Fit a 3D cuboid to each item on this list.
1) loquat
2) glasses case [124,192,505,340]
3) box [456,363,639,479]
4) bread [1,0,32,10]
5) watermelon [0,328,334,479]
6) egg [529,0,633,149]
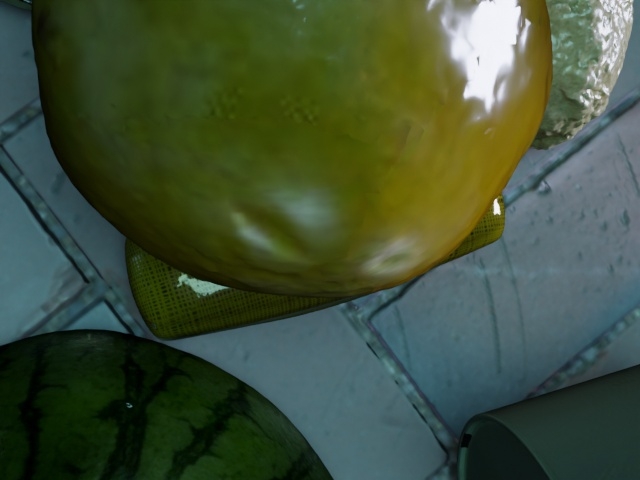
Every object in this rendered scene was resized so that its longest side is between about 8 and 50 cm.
[{"bbox_3d":[-0.008,-0.110,0.776,0.276,0.284,0.276,-4,49,4],"label":"loquat"},{"bbox_3d":[0.000,0.000,0.912,0.234,0.064,0.079,-16,82,-12],"label":"glasses case"},{"bbox_3d":[0.190,0.185,0.854,0.149,0.226,0.226,-15,89,-13],"label":"box"},{"bbox_3d":[-0.137,-0.258,0.913,0.267,0.040,0.267,1,85,-12],"label":"bread"},{"bbox_3d":[-0.113,0.211,0.814,0.330,0.189,0.331,0,91,-15],"label":"watermelon"},{"bbox_3d":[0.135,-0.124,0.925,0.118,0.116,0.140,9,111,-33],"label":"egg"}]
